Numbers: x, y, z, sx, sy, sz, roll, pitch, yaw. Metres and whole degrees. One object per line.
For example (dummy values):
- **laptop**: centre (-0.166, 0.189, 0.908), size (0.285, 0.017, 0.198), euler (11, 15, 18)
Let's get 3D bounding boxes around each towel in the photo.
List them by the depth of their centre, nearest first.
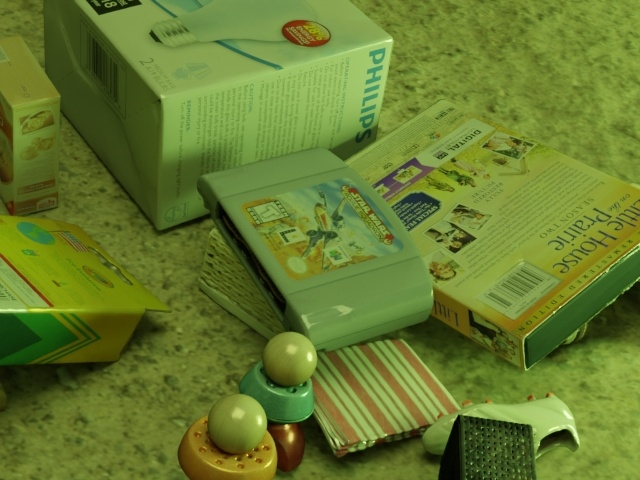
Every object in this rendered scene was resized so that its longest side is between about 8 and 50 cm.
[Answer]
- **towel**: centre (0.062, 0.182, 1.566), size (0.197, 0.029, 0.144), euler (-6, 45, -37)

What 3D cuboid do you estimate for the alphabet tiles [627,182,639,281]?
- **alphabet tiles**: centre (0.475, -0.002, 1.827), size (0.278, 0.021, 0.284), euler (19, 29, 6)

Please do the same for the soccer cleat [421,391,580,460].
- **soccer cleat**: centre (0.214, 0.226, 1.540), size (0.196, 0.068, 0.076), euler (-7, 48, -23)

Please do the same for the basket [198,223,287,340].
- **basket**: centre (-0.056, 0.040, 1.655), size (0.167, 0.103, 0.113), euler (34, 48, 23)

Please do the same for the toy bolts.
- **toy bolts**: centre (-0.033, 0.209, 1.405), size (0.218, 0.158, 0.228), euler (17, 30, -3)

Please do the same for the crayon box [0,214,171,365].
- **crayon box**: centre (-0.346, 0.054, 1.526), size (0.202, 0.081, 0.319), euler (40, 18, 29)

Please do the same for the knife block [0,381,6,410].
- **knife block**: centre (-0.518, 0.181, 1.435), size (0.276, 0.242, 0.088), euler (34, 17, -52)

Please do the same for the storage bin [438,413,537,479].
- **storage bin**: centre (0.177, 0.290, 1.418), size (0.084, 0.122, 0.180), euler (9, 42, -3)

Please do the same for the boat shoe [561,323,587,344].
- **boat shoe**: centre (0.312, 0.033, 1.750), size (0.095, 0.095, 0.257), euler (1, 42, -17)

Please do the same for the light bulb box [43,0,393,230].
- **light bulb box**: centre (-0.152, -0.246, 1.857), size (0.361, 0.225, 0.358), euler (-20, 50, -29)

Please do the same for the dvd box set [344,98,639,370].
- **dvd box set**: centre (0.206, -0.026, 1.712), size (0.308, 0.062, 0.420), euler (-35, 45, -27)

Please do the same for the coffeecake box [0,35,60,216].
- **coffeecake box**: centre (-0.397, -0.148, 1.726), size (0.068, 0.185, 0.142), euler (-16, 48, -27)

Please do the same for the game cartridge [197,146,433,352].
- **game cartridge**: centre (0.000, 0.000, 1.595), size (0.198, 0.062, 0.297), euler (-19, 50, -23)
